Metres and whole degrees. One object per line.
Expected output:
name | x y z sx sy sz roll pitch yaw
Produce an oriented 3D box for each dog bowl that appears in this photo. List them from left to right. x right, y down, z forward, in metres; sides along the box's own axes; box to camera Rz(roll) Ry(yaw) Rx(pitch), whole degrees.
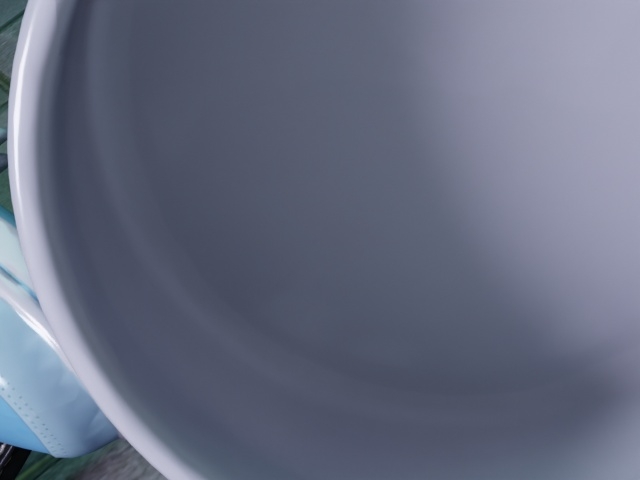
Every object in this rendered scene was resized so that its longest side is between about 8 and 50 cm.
dog bowl | 0.047 -0.037 0.502 0.265 0.265 0.104 -32 17 10

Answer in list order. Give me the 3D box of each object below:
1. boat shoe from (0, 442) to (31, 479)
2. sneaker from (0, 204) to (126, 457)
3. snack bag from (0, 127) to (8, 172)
boat shoe | -0.245 0.149 0.752 0.340 0.127 0.113 -37 21 0
sneaker | -0.217 0.069 0.649 0.319 0.127 0.208 15 57 42
snack bag | -0.405 0.032 1.120 0.342 0.037 0.323 -10 24 46
